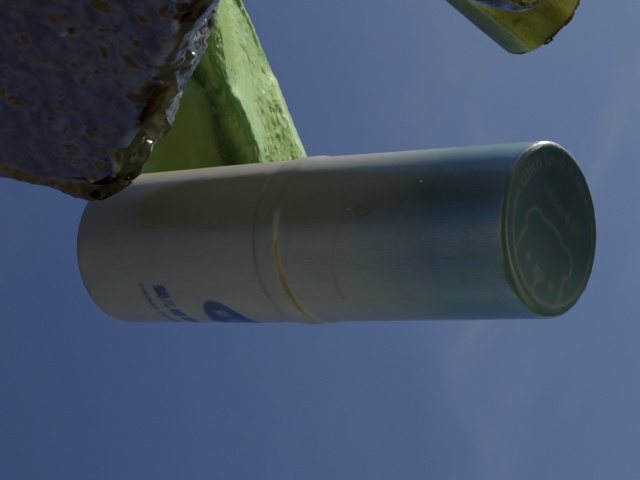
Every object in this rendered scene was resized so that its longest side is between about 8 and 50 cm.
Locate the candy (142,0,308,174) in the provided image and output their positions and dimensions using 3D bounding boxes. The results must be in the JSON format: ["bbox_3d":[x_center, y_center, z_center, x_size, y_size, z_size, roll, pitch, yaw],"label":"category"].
[{"bbox_3d":[-0.105,-0.111,1.355,0.132,0.142,0.344,-50,-49,-39],"label":"candy"}]

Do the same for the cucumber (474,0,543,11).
[{"bbox_3d":[0.115,-0.197,1.237,0.064,0.112,0.064,-10,-64,-21],"label":"cucumber"}]

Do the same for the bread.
[{"bbox_3d":[-0.059,-0.182,0.700,0.113,0.416,0.165,19,-123,-11],"label":"bread"}]

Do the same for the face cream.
[{"bbox_3d":[0.000,0.000,0.803,0.077,0.250,0.077,5,-97,-50],"label":"face cream"}]

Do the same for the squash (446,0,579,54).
[{"bbox_3d":[0.160,-0.281,1.732,0.186,0.123,0.123,37,-109,-23],"label":"squash"}]
